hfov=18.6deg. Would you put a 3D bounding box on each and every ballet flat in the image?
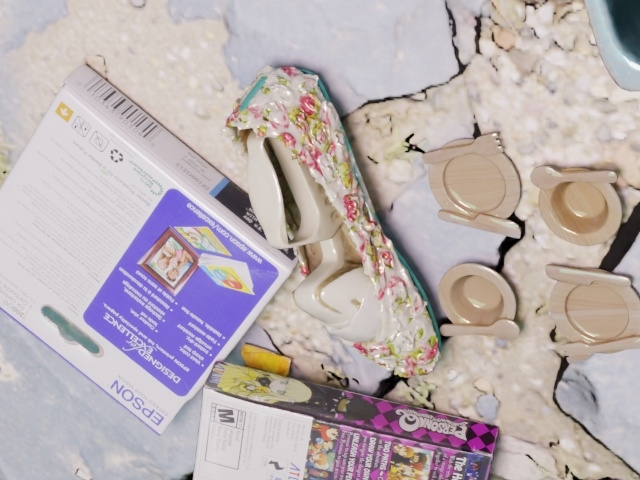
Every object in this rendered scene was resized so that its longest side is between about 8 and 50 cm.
[{"bbox_3d":[0.000,0.000,1.296,0.091,0.077,0.241,-11,111,48],"label":"ballet flat"}]

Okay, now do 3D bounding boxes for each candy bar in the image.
[{"bbox_3d":[-0.044,0.148,1.454,0.040,0.018,0.161,18,126,21],"label":"candy bar"}]

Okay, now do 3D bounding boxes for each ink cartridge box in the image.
[{"bbox_3d":[-0.142,0.011,1.403,0.206,0.045,0.208,39,127,0],"label":"ink cartridge box"}]

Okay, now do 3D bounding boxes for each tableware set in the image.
[{"bbox_3d":[0.138,0.007,1.271,0.141,0.020,0.168,4,121,26],"label":"tableware set"}]

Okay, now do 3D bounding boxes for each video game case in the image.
[{"bbox_3d":[0.007,0.209,1.425,0.210,0.042,0.232,13,124,7],"label":"video game case"}]

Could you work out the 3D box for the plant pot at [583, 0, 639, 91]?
[{"bbox_3d":[0.252,-0.248,0.906,0.247,0.252,0.247,-7,115,32],"label":"plant pot"}]
